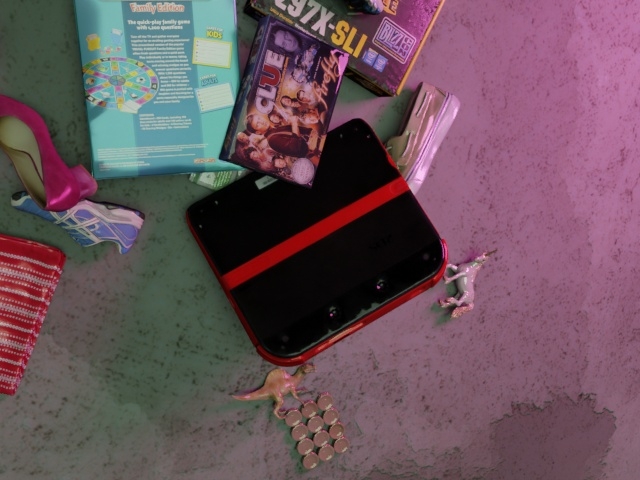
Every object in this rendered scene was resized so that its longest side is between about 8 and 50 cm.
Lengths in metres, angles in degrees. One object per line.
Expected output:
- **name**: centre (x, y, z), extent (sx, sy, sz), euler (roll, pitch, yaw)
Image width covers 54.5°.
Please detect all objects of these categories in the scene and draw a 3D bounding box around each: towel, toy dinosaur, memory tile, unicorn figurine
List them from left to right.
- **towel**: centre (-0.566, 0.115, 1.034), extent (0.198, 0.031, 0.275), euler (20, 93, -21)
- **towel**: centre (-0.155, -0.139, 1.146), extent (0.151, 0.023, 0.113), euler (17, 96, -24)
- **toy dinosaur**: centre (-0.088, 0.307, 1.243), extent (0.183, 0.053, 0.093), euler (-19, 90, -24)
- **memory tile**: centre (-0.006, 0.399, 1.302), extent (0.113, 0.012, 0.148), euler (-24, 106, -15)
- **unicorn figurine**: centre (0.310, 0.085, 1.342), extent (0.111, 0.060, 0.162), euler (-9, 119, -19)

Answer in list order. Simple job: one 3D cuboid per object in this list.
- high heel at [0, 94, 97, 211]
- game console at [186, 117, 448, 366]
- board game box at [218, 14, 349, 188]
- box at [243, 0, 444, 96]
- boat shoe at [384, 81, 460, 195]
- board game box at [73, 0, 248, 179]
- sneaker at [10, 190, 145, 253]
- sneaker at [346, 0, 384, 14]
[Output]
- **high heel**: centre (-0.464, -0.136, 0.949), extent (0.244, 0.117, 0.082), euler (46, 112, -3)
- **game console**: centre (0.000, 0.000, 1.109), extent (0.386, 0.060, 0.342), euler (-29, 76, -9)
- **board game box**: centre (-0.059, -0.228, 1.048), extent (0.165, 0.042, 0.244), euler (16, 89, -31)
- **box**: centre (0.056, -0.451, 1.135), extent (0.321, 0.079, 0.257), euler (27, 92, -23)
- **boat shoe**: centre (0.168, -0.170, 1.225), extent (0.094, 0.109, 0.302), euler (29, 80, -7)
- **board game box**: centre (-0.261, -0.278, 1.032), extent (0.253, 0.079, 0.336), euler (-5, 100, -13)
- **sneaker**: centre (-0.406, -0.034, 1.038), extent (0.211, 0.080, 0.081), euler (14, 92, -21)
- **sneaker**: centre (0.052, -0.471, 1.053), extent (0.190, 0.071, 0.083), euler (44, 78, -22)
